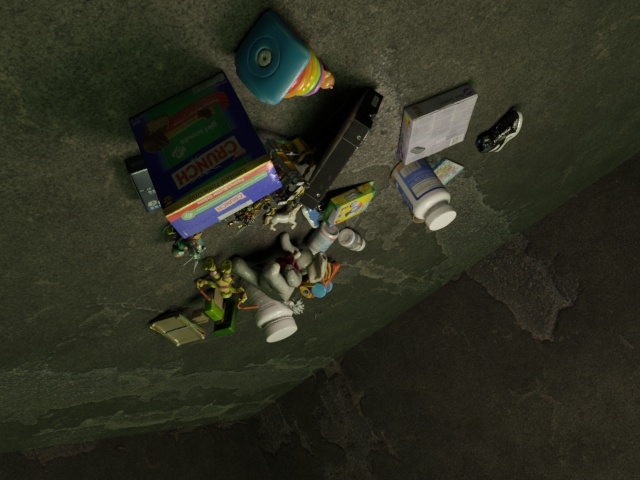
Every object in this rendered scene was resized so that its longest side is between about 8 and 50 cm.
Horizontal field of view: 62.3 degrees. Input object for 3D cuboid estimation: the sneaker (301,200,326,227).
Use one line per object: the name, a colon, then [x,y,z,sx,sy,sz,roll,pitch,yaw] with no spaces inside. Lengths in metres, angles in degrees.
sneaker: [-0.010,-0.102,1.988,0.084,0.058,0.152,-23,148,9]

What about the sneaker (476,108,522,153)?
sneaker: [0.692,-0.416,2.078,0.121,0.079,0.217,-17,153,-25]

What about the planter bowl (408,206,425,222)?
planter bowl: [0.438,-0.168,2.241,0.162,0.109,0.162,-22,154,-12]

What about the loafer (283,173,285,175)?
loafer: [-0.135,-0.181,1.765,0.045,0.039,0.125,-51,173,-37]

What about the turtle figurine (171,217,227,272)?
turtle figurine: [-0.405,-0.001,1.710,0.118,0.175,0.234,39,102,-16]

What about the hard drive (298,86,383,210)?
hard drive: [0.059,-0.274,1.594,0.339,0.064,0.237,-54,-171,40]

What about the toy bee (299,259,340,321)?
toy bee: [-0.037,0.205,2.428,0.298,0.162,0.195,-63,166,1]

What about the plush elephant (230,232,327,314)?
plush elephant: [-0.125,0.098,2.058,0.271,0.255,0.330,-1,142,51]

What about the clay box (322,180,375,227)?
clay box: [0.120,-0.141,2.017,0.222,0.053,0.127,-25,157,-30]

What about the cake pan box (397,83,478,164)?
cake pan box: [0.407,-0.402,1.848,0.266,0.070,0.246,-24,155,-9]

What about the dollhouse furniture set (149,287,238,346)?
dollhouse furniture set: [-0.527,0.310,2.223,0.301,0.151,0.198,-17,136,17]

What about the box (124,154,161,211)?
box: [-0.401,-0.183,1.473,0.232,0.059,0.183,-21,151,-14]

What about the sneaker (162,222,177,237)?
sneaker: [-0.477,-0.033,1.693,0.031,0.035,0.083,4,139,-46]

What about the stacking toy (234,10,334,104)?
stacking toy: [-0.053,-0.422,1.318,0.166,0.175,0.301,-48,162,25]

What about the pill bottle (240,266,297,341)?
pill bottle: [-0.210,0.261,2.179,0.160,0.283,0.160,-21,158,-9]

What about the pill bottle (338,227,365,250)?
pill bottle: [0.138,0.000,2.289,0.078,0.078,0.137,-36,153,16]

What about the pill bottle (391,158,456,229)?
pill bottle: [0.393,-0.177,2.000,0.152,0.272,0.152,-22,153,-12]

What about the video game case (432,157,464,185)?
video game case: [0.517,-0.285,2.215,0.119,0.015,0.166,-44,150,28]

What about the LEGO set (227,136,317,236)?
LEGO set: [-0.130,-0.146,1.585,0.331,0.192,0.255,-41,168,17]

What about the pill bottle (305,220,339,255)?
pill bottle: [0.000,0.000,2.147,0.087,0.087,0.160,-3,144,-41]

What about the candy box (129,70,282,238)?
candy box: [-0.276,-0.208,1.259,0.268,0.317,0.122,-28,154,-1]

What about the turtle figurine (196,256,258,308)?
turtle figurine: [-0.358,0.158,2.014,0.217,0.269,0.087,87,26,-48]

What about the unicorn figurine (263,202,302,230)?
unicorn figurine: [-0.125,-0.084,1.909,0.161,0.060,0.111,-21,153,-15]
